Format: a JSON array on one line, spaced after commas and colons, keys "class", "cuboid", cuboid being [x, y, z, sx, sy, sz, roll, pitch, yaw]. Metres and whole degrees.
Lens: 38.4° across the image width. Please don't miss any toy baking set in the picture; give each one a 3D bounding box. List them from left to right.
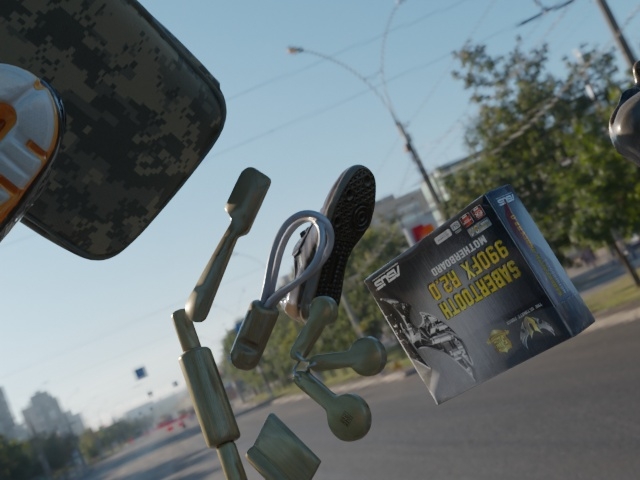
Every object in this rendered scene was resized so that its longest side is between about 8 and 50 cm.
[{"class": "toy baking set", "cuboid": [-0.042, 0.080, 0.750, 0.197, 0.256, 0.030, -36, -21, 28]}]

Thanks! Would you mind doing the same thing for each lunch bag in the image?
[{"class": "lunch bag", "cuboid": [-0.267, -0.154, 0.807, 0.212, 0.256, 0.305, -51, -45, -2]}]

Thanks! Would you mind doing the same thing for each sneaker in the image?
[{"class": "sneaker", "cuboid": [-0.215, -0.009, 0.519, 0.215, 0.084, 0.083, -44, 9, 9]}, {"class": "sneaker", "cuboid": [0.000, 0.000, 1.030, 0.071, 0.188, 0.066, 17, -4, 44]}]

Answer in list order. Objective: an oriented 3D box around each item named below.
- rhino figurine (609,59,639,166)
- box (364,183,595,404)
[{"class": "rhino figurine", "cuboid": [0.369, -0.074, 0.808, 0.106, 0.243, 0.073, -59, -11, 13]}, {"class": "box", "cuboid": [0.178, 0.069, 1.080, 0.056, 0.183, 0.231, -21, -12, -44]}]
